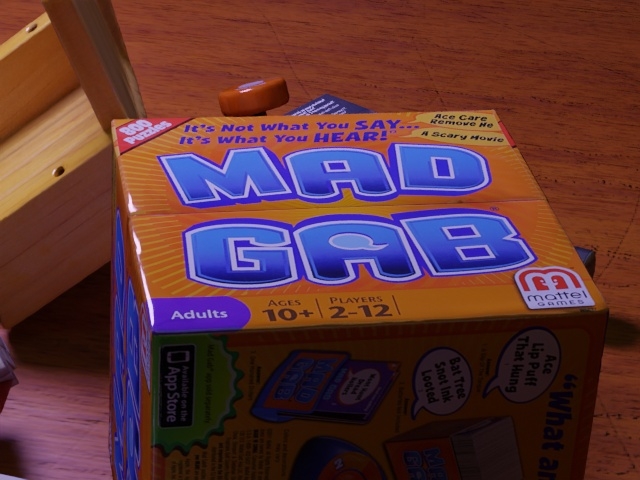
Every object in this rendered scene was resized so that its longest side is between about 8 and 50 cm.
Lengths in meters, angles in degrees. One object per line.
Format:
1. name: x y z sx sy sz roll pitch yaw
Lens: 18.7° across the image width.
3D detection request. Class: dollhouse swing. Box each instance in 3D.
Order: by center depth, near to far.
1. dollhouse swing: -0.334 -0.165 2.070 0.315 0.305 0.347 -34 36 10

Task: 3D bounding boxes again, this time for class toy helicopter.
1. toy helicopter: -0.176 -0.074 2.232 0.355 0.140 0.235 -14 11 0

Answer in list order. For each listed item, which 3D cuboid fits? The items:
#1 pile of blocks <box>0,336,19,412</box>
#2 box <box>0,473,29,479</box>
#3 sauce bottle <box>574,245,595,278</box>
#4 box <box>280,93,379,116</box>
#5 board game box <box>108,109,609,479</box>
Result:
1. pile of blocks: -0.430 0.193 1.790 0.362 0.149 0.113 -22 72 -26
2. box: -0.290 0.308 1.591 0.113 0.094 0.275 11 30 12
3. sauce bottle: 0.133 0.003 2.166 0.344 0.111 0.111 17 32 21
4. box: 0.000 0.000 2.013 0.142 0.247 0.163 22 34 33
5. board game box: 0.008 0.126 1.681 0.356 0.356 0.356 -2 30 -10
